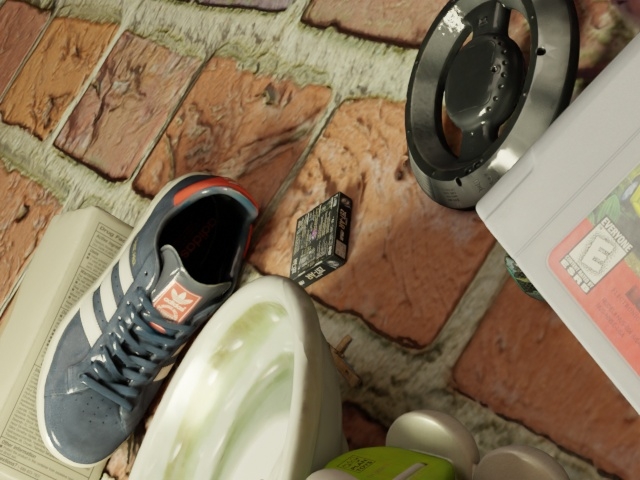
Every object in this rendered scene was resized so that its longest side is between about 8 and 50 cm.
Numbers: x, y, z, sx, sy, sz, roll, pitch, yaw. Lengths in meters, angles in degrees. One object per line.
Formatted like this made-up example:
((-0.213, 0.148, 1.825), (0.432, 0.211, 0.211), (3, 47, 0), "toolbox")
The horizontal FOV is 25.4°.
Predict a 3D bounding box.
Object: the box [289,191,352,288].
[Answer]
((0.000, 0.000, 1.412), (0.067, 0.018, 0.083), (-33, 37, 38), "box")

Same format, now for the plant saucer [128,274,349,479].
((-0.068, 0.229, 1.161), (0.400, 0.100, 0.400), (-53, 24, 35), "plant saucer")

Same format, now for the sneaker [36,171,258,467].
((-0.177, 0.078, 1.493), (0.148, 0.131, 0.350), (-1, 61, 62), "sneaker")

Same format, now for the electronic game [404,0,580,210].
((0.147, -0.138, 1.258), (0.229, 0.048, 0.229), (-32, 51, 49), "electronic game")

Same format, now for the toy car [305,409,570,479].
((0.076, 0.209, 0.965), (0.182, 0.159, 0.136), (18, 119, 35), "toy car")

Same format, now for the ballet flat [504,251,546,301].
((0.206, -0.041, 1.083), (0.188, 0.070, 0.070), (-57, 28, 0), "ballet flat")

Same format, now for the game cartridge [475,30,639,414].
((0.242, 0.008, 0.875), (0.196, 0.060, 0.294), (-46, 55, 14), "game cartridge")

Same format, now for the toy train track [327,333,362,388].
((0.015, 0.110, 1.284), (0.048, 0.014, 0.083), (-55, 29, 5), "toy train track")

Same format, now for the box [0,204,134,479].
((-0.283, 0.131, 1.595), (0.121, 0.148, 0.311), (-9, 53, 55), "box")

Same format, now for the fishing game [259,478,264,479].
((0.005, 0.292, 0.904), (0.189, 0.264, 0.041), (-52, -17, 28), "fishing game")
